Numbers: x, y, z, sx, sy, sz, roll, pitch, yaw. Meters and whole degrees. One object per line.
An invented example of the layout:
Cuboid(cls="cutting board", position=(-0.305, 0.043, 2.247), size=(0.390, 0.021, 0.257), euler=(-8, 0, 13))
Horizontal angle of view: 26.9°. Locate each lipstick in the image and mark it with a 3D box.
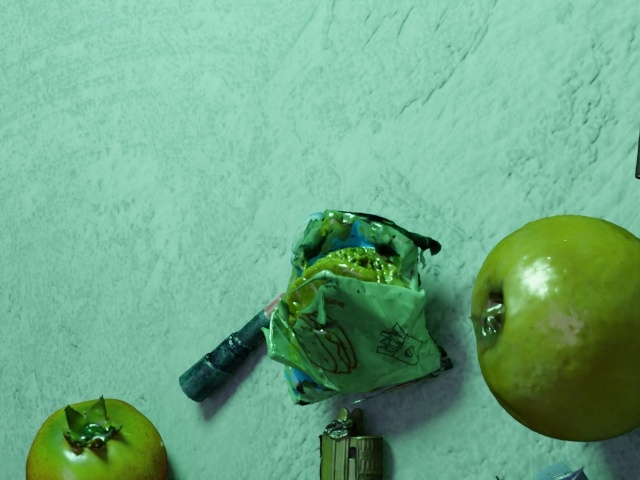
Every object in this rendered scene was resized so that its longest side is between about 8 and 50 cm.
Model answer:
Cuboid(cls="lipstick", position=(-0.120, 0.161, 2.049), size=(0.234, 0.053, 0.053), euler=(-41, 62, 21))

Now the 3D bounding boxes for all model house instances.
Cuboid(cls="model house", position=(0.302, 0.336, 1.659), size=(0.088, 0.117, 0.167), euler=(-36, 18, -3))

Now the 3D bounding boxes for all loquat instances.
Cuboid(cls="loquat", position=(0.321, 0.102, 1.591), size=(0.275, 0.275, 0.274), euler=(-6, 81, 37))

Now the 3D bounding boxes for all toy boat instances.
Cuboid(cls="toy boat", position=(0.045, 0.348, 1.884), size=(0.088, 0.068, 0.226), euler=(-3, 82, 28))

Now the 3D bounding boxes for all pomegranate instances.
Cuboid(cls="pomegranate", position=(-0.348, 0.344, 2.071), size=(0.221, 0.221, 0.256), euler=(42, 152, 33))

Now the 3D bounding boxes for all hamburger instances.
Cuboid(cls="hamburger", position=(0.033, 0.099, 1.834), size=(0.261, 0.150, 0.276), euler=(-2, 103, 26))

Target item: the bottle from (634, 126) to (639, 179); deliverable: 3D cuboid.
Cuboid(cls="bottle", position=(0.425, -0.157, 1.666), size=(0.060, 0.060, 0.164), euler=(4, 86, 37))

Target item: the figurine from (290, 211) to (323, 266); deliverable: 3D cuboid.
Cuboid(cls="figurine", position=(0.000, 0.000, 1.968), size=(0.114, 0.079, 0.114), euler=(-43, 24, 25))
